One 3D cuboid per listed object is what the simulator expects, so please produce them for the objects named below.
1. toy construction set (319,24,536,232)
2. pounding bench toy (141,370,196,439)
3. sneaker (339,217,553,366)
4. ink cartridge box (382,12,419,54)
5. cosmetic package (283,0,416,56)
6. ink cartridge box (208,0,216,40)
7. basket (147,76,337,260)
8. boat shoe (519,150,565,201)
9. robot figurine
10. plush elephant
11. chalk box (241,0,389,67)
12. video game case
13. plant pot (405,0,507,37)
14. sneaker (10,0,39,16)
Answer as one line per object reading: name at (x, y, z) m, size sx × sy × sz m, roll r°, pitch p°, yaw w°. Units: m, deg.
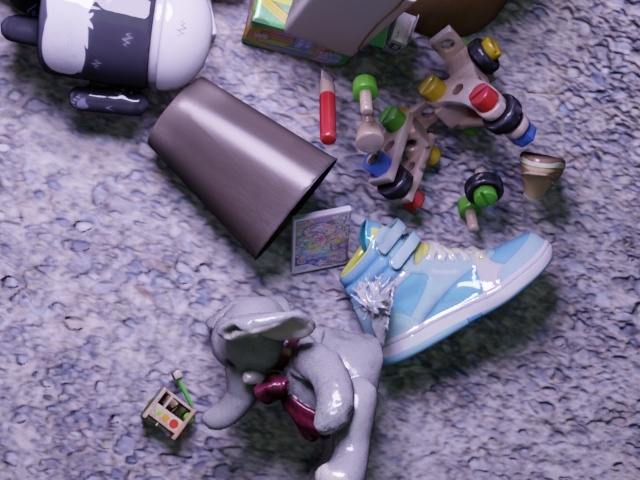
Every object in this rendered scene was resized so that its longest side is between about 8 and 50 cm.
toy construction set at (0.146, -0.205, 1.580) m, size 0.309 × 0.257 × 0.237 m, roll 14°, pitch 47°, yaw -18°
pounding bench toy at (-0.207, 0.237, 1.538) m, size 0.065 × 0.052 × 0.083 m, roll 38°, pitch 80°, yaw -7°
sneaker at (0.175, 0.025, 1.585) m, size 0.319 × 0.127 × 0.208 m, roll -31°, pitch 92°, yaw -6°
ink cartridge box at (0.121, -0.319, 1.631) m, size 0.028 × 0.083 × 0.048 m, roll 19°, pitch 82°, yaw -9°
cosmetic package at (0.052, -0.356, 1.372) m, size 0.113 × 0.309 × 0.160 m, roll 19°, pitch 85°, yaw -10°
ink cartridge box at (-0.242, -0.374, 1.583) m, size 0.145 × 0.045 × 0.179 m, roll -12°, pitch 91°, yaw -13°
basket at (-0.121, -0.116, 1.529) m, size 0.227 × 0.204 × 0.154 m, roll 40°, pitch 37°, yaw 1°
boat shoe at (0.331, -0.093, 1.608) m, size 0.068 × 0.190 × 0.072 m, roll 15°, pitch 96°, yaw 15°
robot figurine at (-0.287, -0.300, 1.464) m, size 0.278 × 0.209 × 0.173 m, roll 8°, pitch 51°, yaw -7°
plush elephant at (-0.049, 0.184, 1.474) m, size 0.255 × 0.272 × 0.330 m, roll 12°, pitch 85°, yaw -1°
chalk box at (0.005, -0.344, 1.584) m, size 0.213 × 0.132 × 0.132 m, roll 12°, pitch 84°, yaw -10°
video game case at (0.000, 0.000, 1.573) m, size 0.087 × 0.122 × 0.011 m, roll -11°, pitch 51°, yaw -12°
plant pot at (0.216, -0.446, 1.574) m, size 0.237 × 0.254 × 0.237 m, roll 1°, pitch 86°, yaw -10°
sneaker at (-0.373, -0.430, 1.546) m, size 0.090 × 0.081 × 0.232 m, roll 30°, pitch 87°, yaw -11°
